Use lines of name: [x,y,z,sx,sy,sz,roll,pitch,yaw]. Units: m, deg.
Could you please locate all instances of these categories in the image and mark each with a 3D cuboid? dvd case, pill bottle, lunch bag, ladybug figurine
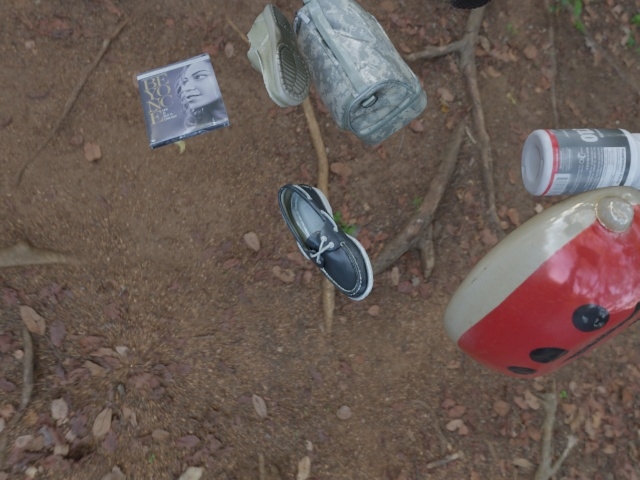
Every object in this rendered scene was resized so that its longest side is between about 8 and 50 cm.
dvd case: [-0.291,-0.298,1.083,0.164,0.018,0.221,-18,58,-4]
pill bottle: [0.658,-0.192,1.262,0.283,0.161,0.161,-1,77,0]
lunch bag: [0.081,-0.407,1.219,0.212,0.256,0.305,-33,72,16]
ladybug figurine: [0.348,0.089,0.772,0.305,0.449,0.162,-22,63,-8]

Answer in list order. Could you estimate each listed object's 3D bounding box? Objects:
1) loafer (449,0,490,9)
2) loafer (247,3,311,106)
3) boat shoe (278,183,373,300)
loafer: [0.401,-0.638,1.103,0.134,0.366,0.130,-4,86,-29]
loafer: [-0.091,-0.360,1.047,0.102,0.092,0.268,26,43,-42]
boat shoe: [0.000,0.000,1.093,0.091,0.114,0.302,9,37,-49]
